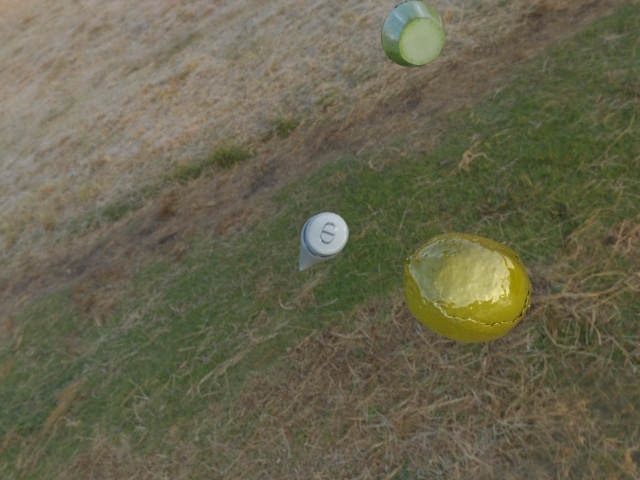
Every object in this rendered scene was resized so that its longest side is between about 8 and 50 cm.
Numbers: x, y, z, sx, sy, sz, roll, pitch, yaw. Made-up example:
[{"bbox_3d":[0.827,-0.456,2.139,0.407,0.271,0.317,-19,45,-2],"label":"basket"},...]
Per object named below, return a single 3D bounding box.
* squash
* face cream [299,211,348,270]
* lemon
[{"bbox_3d":[0.248,-0.526,1.335,0.170,0.170,0.123,-24,31,11],"label":"squash"},{"bbox_3d":[0.000,0.000,1.096,0.314,0.089,0.143,129,166,-83],"label":"face cream"},{"bbox_3d":[0.267,0.086,0.943,0.204,0.260,0.204,-162,90,-77],"label":"lemon"}]
